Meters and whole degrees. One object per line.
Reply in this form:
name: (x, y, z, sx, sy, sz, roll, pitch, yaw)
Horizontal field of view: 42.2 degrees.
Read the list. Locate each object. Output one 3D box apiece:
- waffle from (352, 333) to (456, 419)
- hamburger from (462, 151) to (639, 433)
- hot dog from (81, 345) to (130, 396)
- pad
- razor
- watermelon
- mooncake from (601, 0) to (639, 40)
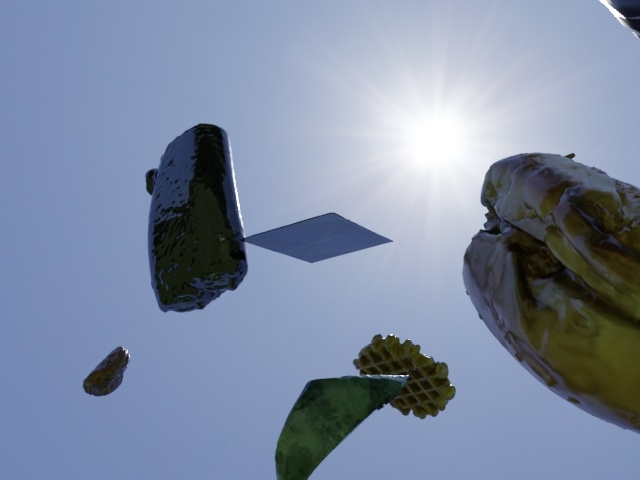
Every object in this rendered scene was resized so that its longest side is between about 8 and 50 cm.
waffle: (0.147, 0.238, 1.440, 0.191, 0.038, 0.191, 16, -46, 18)
hamburger: (0.272, 0.046, 0.689, 0.284, 0.304, 0.174, 16, -74, -11)
hot dog: (-0.295, 0.184, 1.160, 0.035, 0.083, 0.058, 31, -52, 8)
pad: (0.000, 0.000, 1.322, 0.164, 0.243, 0.004, -16, -107, 24)
razor: (-0.213, -0.043, 1.395, 0.189, 0.107, 0.327, -34, -134, 26)
watermelon: (0.010, 0.190, 0.851, 0.081, 0.180, 0.094, 34, -46, 30)
mooncake: (0.161, -0.222, 0.367, 0.212, 0.350, 0.381, -42, -102, 25)
